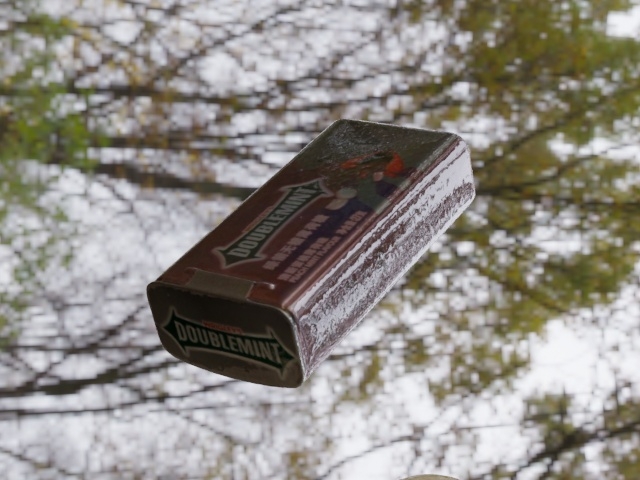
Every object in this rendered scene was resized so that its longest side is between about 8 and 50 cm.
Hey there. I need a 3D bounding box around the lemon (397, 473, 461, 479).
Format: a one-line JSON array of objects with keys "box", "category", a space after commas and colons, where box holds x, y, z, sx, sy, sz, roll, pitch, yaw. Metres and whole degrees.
[{"box": [0.075, 0.274, 1.177, 0.170, 0.207, 0.170, 26, -48, 33], "category": "lemon"}]

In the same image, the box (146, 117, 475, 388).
[{"box": [0.000, 0.000, 0.975, 0.120, 0.224, 0.069, 9, -53, 32], "category": "box"}]
